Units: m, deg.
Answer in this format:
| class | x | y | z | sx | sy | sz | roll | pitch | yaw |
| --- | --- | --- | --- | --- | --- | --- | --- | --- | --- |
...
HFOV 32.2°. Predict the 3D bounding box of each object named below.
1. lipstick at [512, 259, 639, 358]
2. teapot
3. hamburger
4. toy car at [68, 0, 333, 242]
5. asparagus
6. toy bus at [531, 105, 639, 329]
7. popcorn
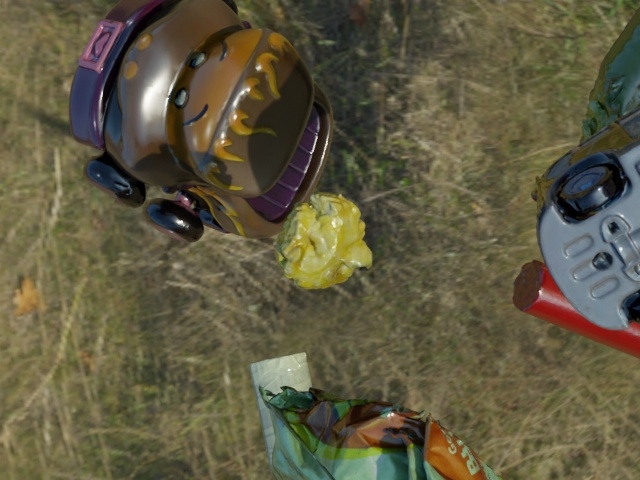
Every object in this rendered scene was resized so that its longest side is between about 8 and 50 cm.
| class | x | y | z | sx | sy | sz | roll | pitch | yaw |
| --- | --- | --- | --- | --- | --- | --- | --- | --- | --- |
| lipstick | 0.382 | 0.105 | 1.461 | 0.073 | 0.279 | 0.073 | -49 | 28 | 38 |
| teapot | -0.035 | 0.261 | 1.551 | 0.077 | 0.107 | 0.201 | -15 | 81 | 20 |
| hamburger | 0.060 | 0.245 | 0.941 | 0.260 | 0.276 | 0.150 | 18 | 68 | 33 |
| toy car | -0.098 | -0.129 | 1.244 | 0.240 | 0.340 | 0.271 | 19 | 80 | 38 |
| asparagus | 0.410 | -0.219 | 1.367 | 0.108 | 0.128 | 0.382 | 35 | 91 | 41 |
| toy bus | 0.256 | -0.040 | 0.816 | 0.209 | 0.136 | 0.126 | -32 | 108 | 12 |
| popcorn | 0.000 | 0.000 | 0.929 | 0.084 | 0.084 | 0.084 | 4 | 98 | 33 |
